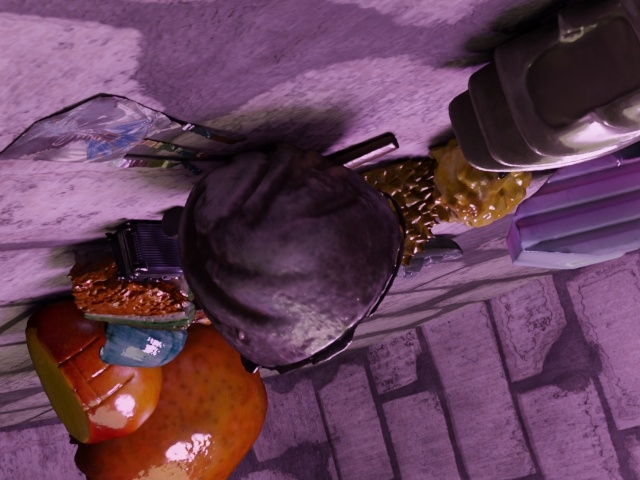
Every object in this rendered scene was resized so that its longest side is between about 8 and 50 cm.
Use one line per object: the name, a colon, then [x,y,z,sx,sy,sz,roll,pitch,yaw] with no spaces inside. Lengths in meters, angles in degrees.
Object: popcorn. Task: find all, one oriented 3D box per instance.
popcorn: [0.241,-0.100,1.598,0.173,0.142,0.173,-7,139,-6]

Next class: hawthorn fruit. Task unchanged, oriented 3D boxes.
hawthorn fruit: [-0.328,0.364,2.284,0.471,0.472,0.472,-15,168,-3]

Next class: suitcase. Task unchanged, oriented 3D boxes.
suitcase: [-0.256,0.018,1.597,0.059,0.086,0.126,-22,167,34]

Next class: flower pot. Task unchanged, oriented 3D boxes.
flower pot: [0.330,-0.184,1.255,0.367,0.165,0.254,-25,170,33]

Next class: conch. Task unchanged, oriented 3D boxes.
conch: [-0.294,0.123,1.832,0.134,0.202,0.196,4,160,-1]

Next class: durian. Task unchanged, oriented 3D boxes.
durian: [0.063,-0.029,1.704,0.306,0.172,0.166,-39,-158,22]

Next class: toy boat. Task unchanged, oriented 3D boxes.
toy boat: [0.222,0.037,2.313,0.260,0.085,0.078,-4,163,-45]

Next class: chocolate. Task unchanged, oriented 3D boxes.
chocolate: [-0.067,-0.003,1.377,0.303,0.303,0.213,-24,132,33]

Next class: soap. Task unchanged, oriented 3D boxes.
soap: [0.503,-0.055,1.988,0.323,0.193,0.109,-14,168,-7]

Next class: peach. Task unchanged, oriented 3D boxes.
peach: [-0.418,0.219,1.955,0.248,0.275,0.245,-9,-148,33]

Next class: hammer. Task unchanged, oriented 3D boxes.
hammer: [-0.056,-0.077,1.556,0.365,0.043,0.111,-22,166,18]

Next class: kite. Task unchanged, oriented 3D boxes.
kite: [-0.202,-0.115,1.230,0.169,0.015,0.310,-26,164,36]

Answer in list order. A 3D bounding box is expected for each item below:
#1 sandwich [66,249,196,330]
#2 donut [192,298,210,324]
sandwich: [-0.291,0.066,1.672,0.184,0.109,0.160,4,150,5]
donut: [-0.221,0.111,2.079,0.141,0.085,0.217,-19,169,13]
